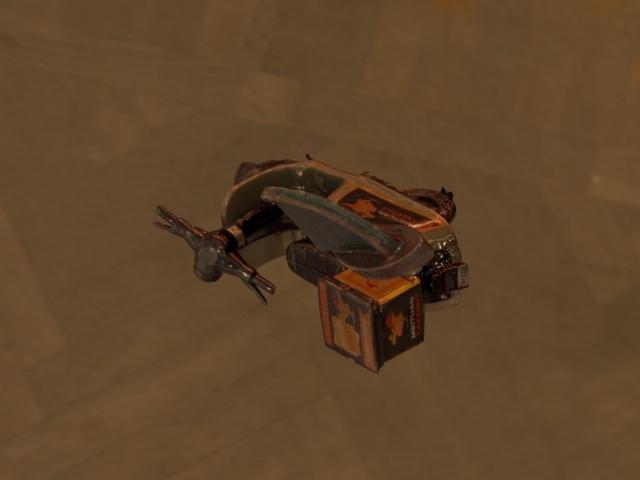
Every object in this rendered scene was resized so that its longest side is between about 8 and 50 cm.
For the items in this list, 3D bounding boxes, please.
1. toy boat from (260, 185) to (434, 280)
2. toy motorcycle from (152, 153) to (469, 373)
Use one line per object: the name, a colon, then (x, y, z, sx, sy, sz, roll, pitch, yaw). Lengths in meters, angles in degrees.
toy boat: (0.001, -0.014, 1.093, 0.096, 0.122, 0.034, -4, 62, 53)
toy motorcycle: (0.000, 0.000, 1.356, 0.263, 0.157, 0.091, 25, 132, 42)
